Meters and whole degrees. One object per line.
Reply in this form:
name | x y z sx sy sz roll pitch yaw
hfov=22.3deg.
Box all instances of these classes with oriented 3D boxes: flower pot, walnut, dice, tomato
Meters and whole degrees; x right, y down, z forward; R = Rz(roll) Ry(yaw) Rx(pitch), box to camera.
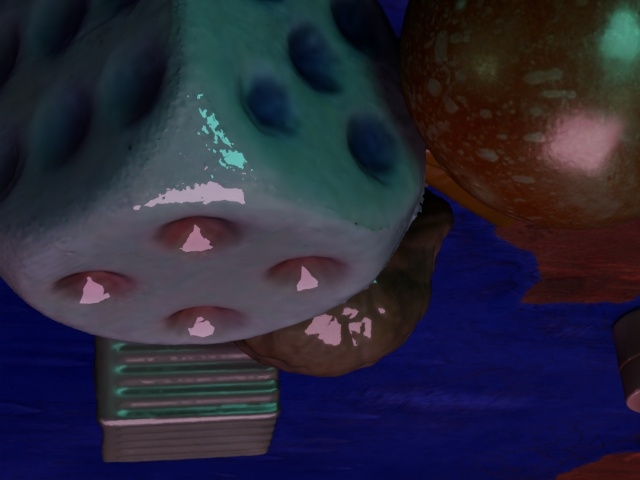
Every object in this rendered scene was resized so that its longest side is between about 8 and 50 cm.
flower pot | -0.147 0.116 1.726 0.189 0.239 0.209 -1 122 -8
walnut | -0.002 0.000 1.459 0.248 0.248 0.248 -5 155 -2
dice | -0.101 -0.085 1.236 0.268 0.265 0.262 -25 149 37
tomato | 0.199 -0.132 1.183 0.270 0.222 0.270 -27 143 -23

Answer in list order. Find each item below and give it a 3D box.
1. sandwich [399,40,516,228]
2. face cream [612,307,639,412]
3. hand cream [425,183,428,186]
sandwich | 0.103 -0.090 1.447 0.187 0.117 0.144 3 151 -20
face cream | 0.451 0.148 2.054 0.149 0.104 0.149 -5 155 -2
hand cream | 0.071 -0.052 1.614 0.067 0.042 0.194 17 142 -38
